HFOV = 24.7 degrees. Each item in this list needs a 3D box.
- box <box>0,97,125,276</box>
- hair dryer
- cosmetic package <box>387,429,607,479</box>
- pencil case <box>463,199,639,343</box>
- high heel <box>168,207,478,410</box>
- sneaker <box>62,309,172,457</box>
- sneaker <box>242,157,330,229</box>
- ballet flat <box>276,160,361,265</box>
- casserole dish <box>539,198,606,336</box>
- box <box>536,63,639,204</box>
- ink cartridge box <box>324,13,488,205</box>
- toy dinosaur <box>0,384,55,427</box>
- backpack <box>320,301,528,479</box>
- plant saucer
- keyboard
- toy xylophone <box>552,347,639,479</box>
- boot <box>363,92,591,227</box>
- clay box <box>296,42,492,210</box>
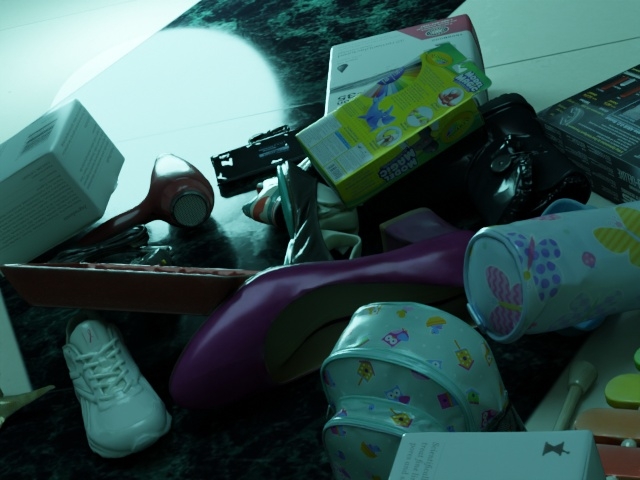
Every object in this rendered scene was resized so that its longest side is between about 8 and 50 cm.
[{"bbox_3d":[-0.381,-0.074,1.994,0.182,0.119,0.181,-29,23,18],"label":"box"},{"bbox_3d":[-0.248,-0.039,1.947,0.224,0.080,0.293,-2,31,28],"label":"hair dryer"},{"bbox_3d":[0.136,0.255,1.078,0.151,0.183,0.151,-5,36,24],"label":"cosmetic package"},{"bbox_3d":[0.274,0.023,1.427,0.273,0.124,0.113,-9,64,-25],"label":"pencil case"},{"bbox_3d":[0.031,0.092,1.522,0.377,0.127,0.181,-34,41,-18],"label":"high heel"},{"bbox_3d":[-0.233,0.146,1.567,0.090,0.115,0.232,-26,29,-15],"label":"sneaker"},{"bbox_3d":[-0.042,-0.075,1.918,0.075,0.057,0.161,9,41,31],"label":"sneaker"},{"bbox_3d":[0.000,0.000,1.739,0.096,0.095,0.280,-6,39,1],"label":"ballet flat"},{"bbox_3d":[0.260,0.032,1.530,0.114,0.037,0.188,36,47,5],"label":"casserole dish"},{"bbox_3d":[0.435,-0.124,1.718,0.242,0.076,0.307,-26,29,-15],"label":"box"},{"bbox_3d":[0.119,-0.178,1.948,0.207,0.117,0.283,-12,28,9],"label":"ink cartridge box"},{"bbox_3d":[-0.375,0.189,1.660,0.183,0.053,0.092,-24,43,4],"label":"toy dinosaur"},{"bbox_3d":[0.082,0.152,1.302,0.166,0.188,0.144,6,36,36],"label":"backpack"},{"bbox_3d":[-0.194,0.053,1.645,0.259,0.047,0.258,2,0,11],"label":"plant saucer"},{"bbox_3d":[-0.066,-0.126,2.063,0.180,0.023,0.108,-17,34,-1],"label":"keyboard"},{"bbox_3d":[0.301,0.156,1.287,0.236,0.081,0.322,-4,31,25],"label":"toy xylophone"},{"bbox_3d":[0.177,-0.057,1.720,0.246,0.094,0.207,-28,36,5],"label":"boot"},{"bbox_3d":[0.094,-0.140,1.747,0.222,0.053,0.127,-32,40,-3],"label":"clay box"}]
